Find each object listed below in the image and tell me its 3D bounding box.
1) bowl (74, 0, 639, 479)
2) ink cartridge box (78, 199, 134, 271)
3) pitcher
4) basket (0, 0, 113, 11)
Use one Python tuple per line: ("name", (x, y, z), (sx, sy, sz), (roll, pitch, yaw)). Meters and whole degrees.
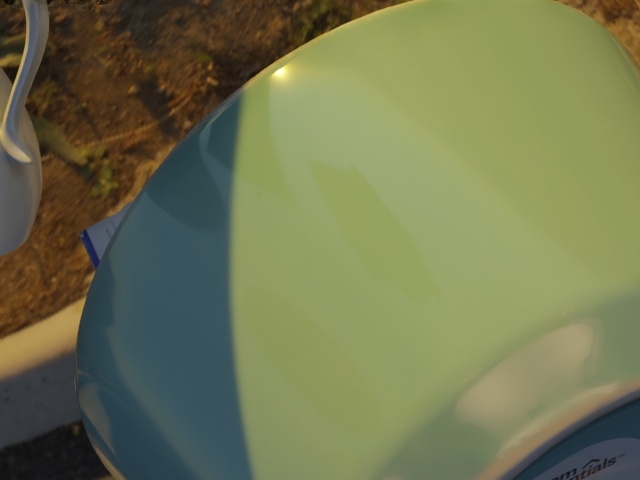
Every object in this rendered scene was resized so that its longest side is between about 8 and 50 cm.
("bowl", (0.070, 0.070, 0.515), (0.311, 0.163, 0.311), (-19, 135, -21))
("ink cartridge box", (0.000, 0.000, 0.797), (0.333, 0.065, 0.165), (-24, 90, 30))
("pitcher", (-0.246, -0.089, 0.824), (0.178, 0.125, 0.207), (3, 112, 31))
("basket", (-0.196, -0.331, 0.914), (0.223, 0.299, 0.213), (-12, 160, -19))
